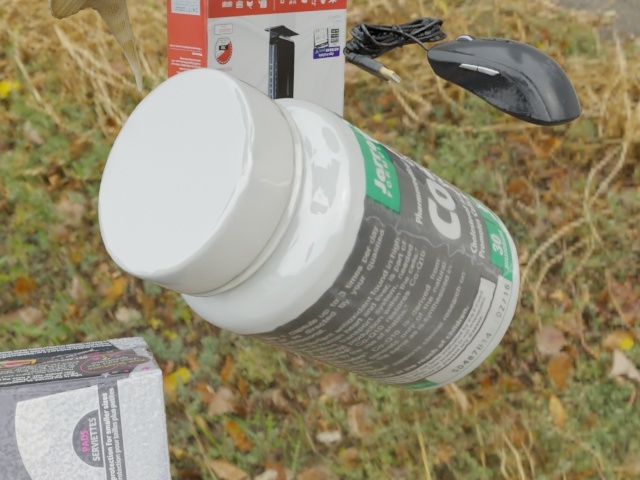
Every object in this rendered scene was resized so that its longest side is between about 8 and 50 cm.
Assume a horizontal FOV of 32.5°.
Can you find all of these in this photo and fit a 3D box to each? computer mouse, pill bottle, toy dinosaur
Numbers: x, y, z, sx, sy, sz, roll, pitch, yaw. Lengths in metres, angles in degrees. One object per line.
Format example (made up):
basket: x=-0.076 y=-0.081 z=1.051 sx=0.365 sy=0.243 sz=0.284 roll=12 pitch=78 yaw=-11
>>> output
computer mouse: x=0.152 y=-0.197 z=1.200 sx=0.184 sy=0.060 sz=0.262 roll=-17 pitch=41 yaw=-39
pill bottle: x=0.000 y=0.000 z=0.959 sx=0.204 sy=0.361 sz=0.204 roll=-17 pitch=62 yaw=36
toy dinosaur: x=-0.117 y=-0.155 z=0.602 sx=0.053 sy=0.183 sz=0.092 roll=31 pitch=80 yaw=9

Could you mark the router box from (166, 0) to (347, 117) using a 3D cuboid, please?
router box: x=-0.090 y=-0.245 z=1.688 sx=0.082 sy=0.301 sz=0.335 roll=13 pitch=20 yaw=35

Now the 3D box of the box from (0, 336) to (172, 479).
box: x=-0.207 y=0.222 z=0.932 sx=0.164 sy=0.247 sz=0.142 roll=-5 pitch=8 yaw=-14
